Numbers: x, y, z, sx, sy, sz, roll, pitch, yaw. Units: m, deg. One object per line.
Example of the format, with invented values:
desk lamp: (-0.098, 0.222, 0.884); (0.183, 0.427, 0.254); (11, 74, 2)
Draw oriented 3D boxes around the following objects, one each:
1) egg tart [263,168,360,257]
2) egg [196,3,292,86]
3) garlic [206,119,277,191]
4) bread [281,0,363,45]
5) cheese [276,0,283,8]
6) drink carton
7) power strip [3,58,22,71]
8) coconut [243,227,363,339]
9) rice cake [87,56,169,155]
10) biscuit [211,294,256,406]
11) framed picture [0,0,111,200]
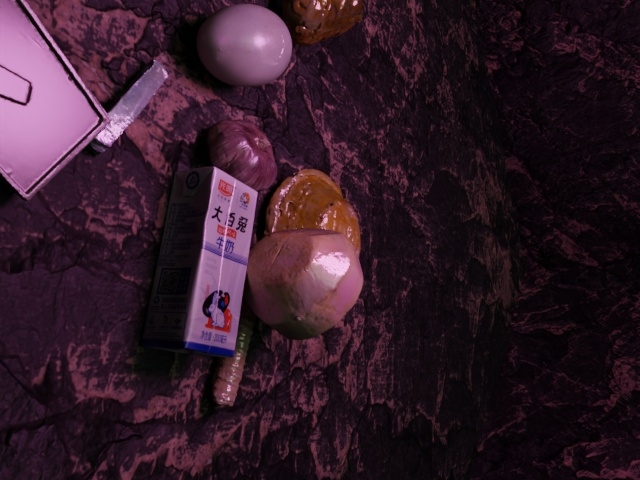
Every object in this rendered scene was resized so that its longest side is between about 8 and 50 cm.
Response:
egg tart: (0.000, 0.001, 1.304); (0.341, 0.132, 0.340); (0, 90, -58)
egg: (-0.143, -0.366, 1.073); (0.209, 0.151, 0.151); (-27, 111, -54)
garlic: (-0.144, -0.164, 1.093); (0.159, 0.102, 0.147); (48, 29, -34)
bread: (0.004, -0.542, 1.338); (0.268, 0.130, 0.152); (-43, 156, -51)
cheese: (-0.076, -0.590, 1.317); (0.067, 0.026, 0.120); (14, 84, -58)
drink carton: (-0.202, 0.039, 0.993); (0.131, 0.107, 0.314); (31, 62, -55)
power strip: (-0.438, -0.245, 0.699); (0.169, 0.028, 0.076); (-16, 102, -56)
coconut: (-0.027, 0.080, 1.091); (0.237, 0.237, 0.197); (44, 9, -49)
rice cake: (-0.306, -0.217, 0.909); (0.043, 0.034, 0.210); (51, 46, -32)
biscuit: (-0.165, 0.205, 1.091); (0.061, 0.055, 0.219); (59, 38, -63)
framed picture: (-0.394, -0.203, 0.718); (0.189, 0.023, 0.259); (-62, 138, -35)
